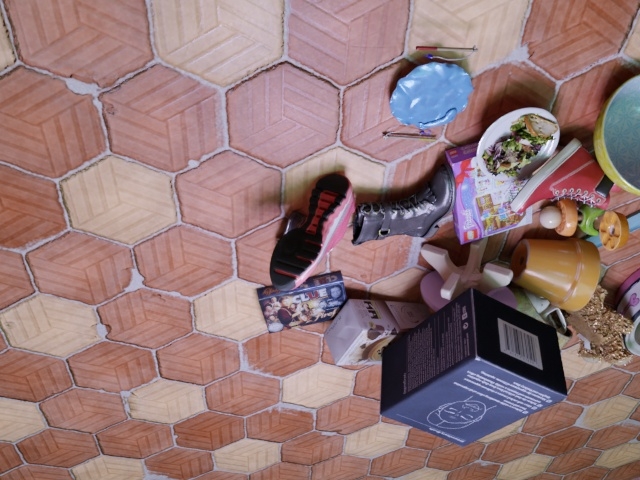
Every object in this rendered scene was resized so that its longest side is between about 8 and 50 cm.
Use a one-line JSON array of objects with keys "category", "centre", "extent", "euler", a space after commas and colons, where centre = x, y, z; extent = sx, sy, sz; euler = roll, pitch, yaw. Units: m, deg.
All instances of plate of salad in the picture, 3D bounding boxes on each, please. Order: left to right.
[{"category": "plate of salad", "centre": [0.460, -0.214, 1.467], "extent": [0.199, 0.048, 0.200], "euler": [-7, 133, -8]}]

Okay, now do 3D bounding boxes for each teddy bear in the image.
[{"category": "teddy bear", "centre": [0.860, 0.259, 2.005], "extent": [0.338, 0.113, 0.245], "euler": [52, 151, -3]}]

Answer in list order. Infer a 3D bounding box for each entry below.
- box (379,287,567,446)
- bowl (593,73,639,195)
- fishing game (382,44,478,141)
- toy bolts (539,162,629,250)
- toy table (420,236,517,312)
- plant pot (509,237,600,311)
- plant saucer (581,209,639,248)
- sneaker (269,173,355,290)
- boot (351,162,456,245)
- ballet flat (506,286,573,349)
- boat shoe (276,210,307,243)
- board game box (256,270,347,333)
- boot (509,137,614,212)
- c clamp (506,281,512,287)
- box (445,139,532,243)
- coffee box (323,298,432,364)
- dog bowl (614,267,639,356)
[{"category": "box", "centre": [0.387, 0.348, 1.678], "extent": [0.293, 0.212, 0.395], "euler": [25, 135, -20]}, {"category": "bowl", "centre": [0.761, -0.233, 1.496], "extent": [0.289, 0.290, 0.156], "euler": [-9, 176, -5]}, {"category": "fishing game", "centre": [0.243, -0.322, 1.396], "extent": [0.188, 0.041, 0.264], "euler": [-2, 142, -11]}, {"category": "toy bolts", "centre": [0.673, -0.094, 1.625], "extent": [0.158, 0.218, 0.229], "euler": [0, 116, -5]}, {"category": "toy table", "centre": [0.401, 0.108, 1.730], "extent": [0.274, 0.252, 0.161], "euler": [9, 136, 23]}, {"category": "plant pot", "centre": [0.646, 0.079, 1.790], "extent": [0.187, 0.205, 0.205], "euler": [14, 131, -5]}, {"category": "plant saucer", "centre": [0.850, -0.025, 1.847], "extent": [0.192, 0.018, 0.067], "euler": [-30, 133, 15]}, {"category": "sneaker", "centre": [0.001, 0.000, 1.516], "extent": [0.314, 0.115, 0.136], "euler": [-58, 146, -14]}, {"category": "boot", "centre": [0.199, -0.079, 1.575], "extent": [0.228, 0.091, 0.263], "euler": [-3, 137, -18]}, {"category": "ballet flat", "centre": [0.665, 0.221, 1.940], "extent": [0.123, 0.123, 0.348], "euler": [-35, 122, 21]}, {"category": "boat shoe", "centre": [-0.077, 0.003, 1.641], "extent": [0.065, 0.075, 0.206], "euler": [38, 134, 11]}, {"category": "board game box", "centre": [-0.047, 0.179, 1.818], "extent": [0.243, 0.042, 0.165], "euler": [-13, 135, -1]}, {"category": "boot", "centre": [0.589, -0.110, 1.522], "extent": [0.244, 0.176, 0.088], "euler": [-40, 172, -11]}, {"category": "c clamp", "centre": [0.624, 0.156, 1.973], "extent": [0.137, 0.022, 0.161], "euler": [-11, 137, 6]}, {"category": "box", "centre": [0.433, -0.132, 1.613], "extent": [0.200, 0.057, 0.293], "euler": [-17, 135, 1]}, {"category": "coffee box", "centre": [0.184, 0.274, 1.879], "extent": [0.297, 0.119, 0.168], "euler": [6, 133, -33]}, {"category": "dog bowl", "centre": [1.144, 0.199, 2.045], "extent": [0.407, 0.151, 0.408], "euler": [-7, 136, -7]}]
